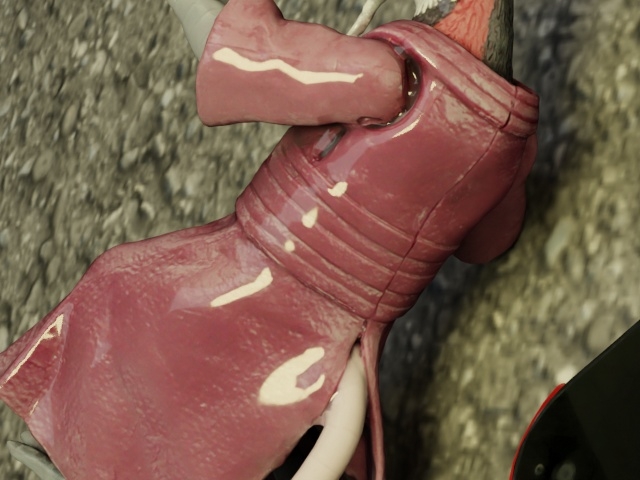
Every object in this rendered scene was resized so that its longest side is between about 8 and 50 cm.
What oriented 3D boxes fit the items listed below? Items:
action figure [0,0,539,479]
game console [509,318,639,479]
[{"bbox_3d":[0.000,0.000,0.921,0.370,0.248,0.275,-58,37,16],"label":"action figure"},{"bbox_3d":[0.243,0.123,0.710,0.342,0.060,0.386,-42,42,20],"label":"game console"}]
